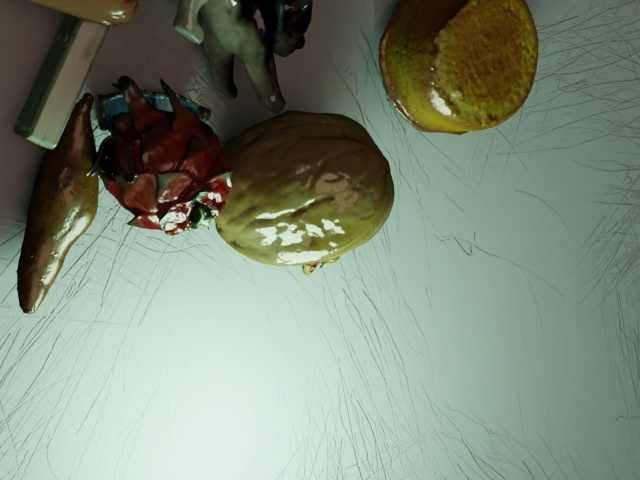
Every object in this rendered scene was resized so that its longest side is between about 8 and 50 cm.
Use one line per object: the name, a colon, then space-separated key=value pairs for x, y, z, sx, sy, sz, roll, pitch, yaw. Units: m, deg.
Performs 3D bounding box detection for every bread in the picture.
bread: x=0.257 y=-0.332 z=2.235 sx=0.312 sy=0.172 sz=0.312 roll=-7 pitch=104 yaw=-30

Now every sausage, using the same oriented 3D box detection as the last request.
sausage: x=-0.409 y=-0.406 z=1.796 sx=0.304 sy=0.121 sz=0.121 roll=17 pitch=94 yaw=-11

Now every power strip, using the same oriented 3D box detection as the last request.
power strip: x=-0.388 y=-0.284 z=1.907 sx=0.053 sy=0.093 sz=0.288 roll=25 pitch=91 yaw=-30

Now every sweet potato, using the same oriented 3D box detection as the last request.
sweet potato: x=-0.407 y=-0.060 z=1.949 sx=0.112 sy=0.112 sz=0.359 roll=10 pitch=102 yaw=-33

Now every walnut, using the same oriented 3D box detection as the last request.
walnut: x=-0.037 y=-0.083 z=2.066 sx=0.313 sy=0.277 sz=0.252 roll=-20 pitch=85 yaw=13

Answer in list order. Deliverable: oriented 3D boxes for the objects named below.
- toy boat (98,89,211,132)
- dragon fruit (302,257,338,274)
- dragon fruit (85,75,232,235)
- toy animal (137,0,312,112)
toy boat: x=-0.273 y=-0.207 z=2.006 sx=0.185 sy=0.077 sz=0.075 roll=-1 pitch=103 yaw=-31
dragon fruit: x=0.000 y=-0.005 z=2.232 sx=0.126 sy=0.068 sz=0.112 roll=-50 pitch=121 yaw=-12
dragon fruit: x=-0.250 y=-0.124 z=1.913 sx=0.192 sy=0.193 sz=0.274 roll=-37 pitch=80 yaw=5
toy animal: x=-0.113 y=-0.409 z=1.968 sx=0.303 sy=0.194 sz=0.344 roll=-59 pitch=141 yaw=-5
